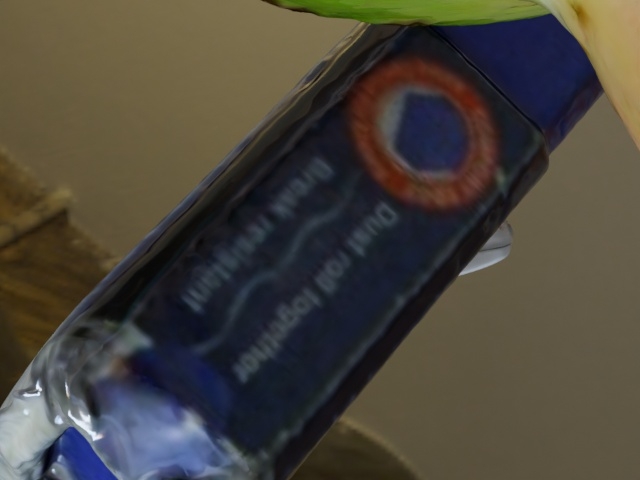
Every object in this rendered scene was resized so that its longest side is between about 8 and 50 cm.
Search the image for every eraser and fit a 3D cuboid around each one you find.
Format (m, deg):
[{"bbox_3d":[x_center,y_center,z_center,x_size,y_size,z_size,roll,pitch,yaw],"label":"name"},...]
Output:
[{"bbox_3d":[0.000,0.000,0.773,0.101,0.155,0.332,44,-122,0],"label":"eraser"}]

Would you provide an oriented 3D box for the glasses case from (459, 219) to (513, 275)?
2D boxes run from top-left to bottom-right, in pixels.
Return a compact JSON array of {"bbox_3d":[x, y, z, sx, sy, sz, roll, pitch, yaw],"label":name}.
[{"bbox_3d":[0.059,0.003,1.437,0.204,0.081,0.051,-10,-66,-36],"label":"glasses case"}]

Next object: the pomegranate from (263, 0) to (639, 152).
[{"bbox_3d":[0.036,-0.122,0.363,0.231,0.231,0.286,22,-146,-39],"label":"pomegranate"}]
